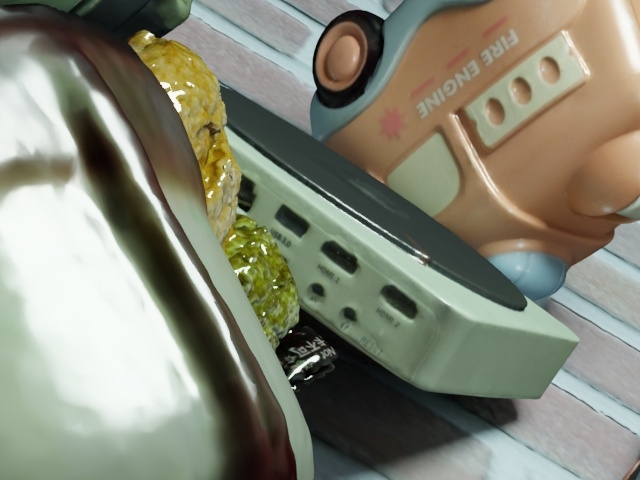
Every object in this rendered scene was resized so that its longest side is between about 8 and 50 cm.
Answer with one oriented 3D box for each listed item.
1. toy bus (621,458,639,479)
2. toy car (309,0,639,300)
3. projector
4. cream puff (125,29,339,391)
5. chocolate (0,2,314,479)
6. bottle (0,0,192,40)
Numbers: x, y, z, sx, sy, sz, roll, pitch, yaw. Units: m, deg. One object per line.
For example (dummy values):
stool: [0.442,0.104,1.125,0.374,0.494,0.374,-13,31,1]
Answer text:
toy bus: [0.304,0.115,0.959,0.194,0.232,0.288,39,22,11]
toy car: [0.134,-0.078,1.126,0.180,0.270,0.212,15,46,-44]
projector: [0.000,0.000,0.955,0.257,0.079,0.259,36,7,21]
cream puff: [-0.080,0.020,0.765,0.169,0.183,0.183,47,19,-15]
chocolate: [-0.129,0.082,0.496,0.284,0.283,0.186,-7,65,-56]
bottle: [-0.202,-0.207,1.011,0.168,0.168,0.347,47,17,32]
